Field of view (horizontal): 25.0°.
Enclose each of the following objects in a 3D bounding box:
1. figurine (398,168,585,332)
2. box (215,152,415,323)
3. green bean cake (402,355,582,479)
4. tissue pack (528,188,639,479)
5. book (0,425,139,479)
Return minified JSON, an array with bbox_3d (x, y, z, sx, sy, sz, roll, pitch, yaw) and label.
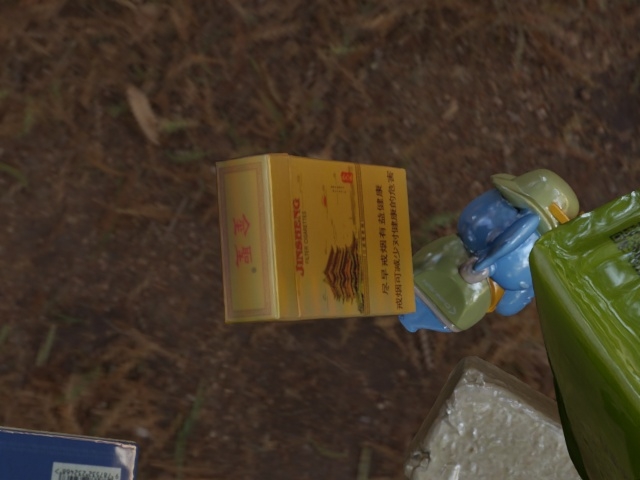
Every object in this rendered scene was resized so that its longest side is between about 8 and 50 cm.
[{"bbox_3d":[0.215,0.015,1.811,0.262,0.180,0.154,-43,60,32],"label":"figurine"},{"bbox_3d":[0.000,0.000,1.582,0.076,0.274,0.174,-8,85,35],"label":"box"},{"bbox_3d":[0.166,0.183,1.163,0.179,0.085,0.109,31,101,-2],"label":"green bean cake"},{"bbox_3d":[0.238,0.119,0.710,0.167,0.200,0.274,-24,44,-4],"label":"tissue pack"},{"bbox_3d":[-0.212,0.253,0.918,0.025,0.191,0.269,-12,71,51],"label":"book"}]
